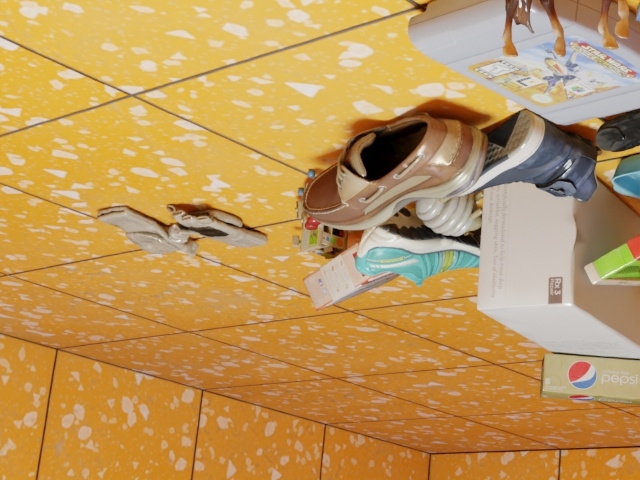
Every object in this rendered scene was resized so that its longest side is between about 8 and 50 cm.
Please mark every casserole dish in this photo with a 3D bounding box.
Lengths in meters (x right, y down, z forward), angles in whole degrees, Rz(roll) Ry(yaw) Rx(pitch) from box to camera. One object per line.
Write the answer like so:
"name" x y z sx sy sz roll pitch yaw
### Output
"casserole dish" 0.484 -0.094 1.941 0.188 0.037 0.114 -9 158 43

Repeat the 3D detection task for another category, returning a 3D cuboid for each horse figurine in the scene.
"horse figurine" 0.236 -0.259 1.319 0.066 0.174 0.263 4 179 -24

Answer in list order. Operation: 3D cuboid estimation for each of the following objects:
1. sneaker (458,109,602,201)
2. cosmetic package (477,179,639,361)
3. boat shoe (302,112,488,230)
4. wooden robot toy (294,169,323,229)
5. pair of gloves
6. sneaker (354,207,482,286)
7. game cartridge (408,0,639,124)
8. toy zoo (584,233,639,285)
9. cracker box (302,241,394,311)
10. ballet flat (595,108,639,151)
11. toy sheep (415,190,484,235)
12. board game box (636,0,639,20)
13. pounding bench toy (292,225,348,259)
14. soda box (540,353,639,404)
"sneaker" 0.275 -0.092 1.935 0.163 0.086 0.226 18 159 -27
"cosmetic package" 0.386 0.048 2.147 0.156 0.217 0.385 -6 158 33
"boat shoe" 0.079 -0.103 1.940 0.116 0.123 0.324 26 148 -33
"wooden robot toy" 0.012 -0.055 2.188 0.079 0.076 0.173 -2 165 -11
"pair of gloves" -0.238 -0.012 2.455 0.240 0.042 0.204 -2 162 28
"sneaker" 0.166 0.013 2.199 0.275 0.107 0.110 5 127 -36
"game cartridge" 0.268 -0.210 1.610 0.297 0.062 0.198 20 162 -39
"toy zoo" 0.524 -0.020 1.969 0.293 0.030 0.192 -34 160 29
"cracker box" 0.088 0.038 2.334 0.156 0.067 0.232 -21 173 -26
"ballet flat" 0.417 -0.151 1.787 0.173 0.049 0.057 -13 110 46
"toy sheep" 0.185 -0.051 2.112 0.132 0.091 0.091 30 155 -22
"board game box" 0.380 -0.251 1.487 0.090 0.020 0.090 5 165 4
"pounding bench toy" 0.000 0.000 2.393 0.065 0.052 0.083 18 160 -35
"soda box" 0.432 0.215 2.214 0.181 0.061 0.058 4 163 6
